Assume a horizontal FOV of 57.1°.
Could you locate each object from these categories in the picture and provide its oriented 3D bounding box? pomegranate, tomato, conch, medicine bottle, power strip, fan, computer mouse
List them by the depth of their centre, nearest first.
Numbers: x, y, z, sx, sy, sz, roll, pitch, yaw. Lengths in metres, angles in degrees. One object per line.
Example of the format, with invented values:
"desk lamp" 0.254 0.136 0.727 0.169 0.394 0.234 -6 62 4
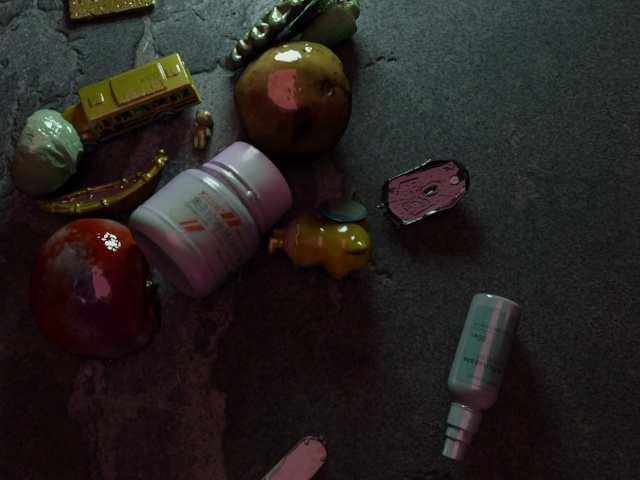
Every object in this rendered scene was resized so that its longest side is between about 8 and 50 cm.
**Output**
"power strip" -0.091 0.520 1.236 0.080 0.048 0.286 43 79 9
"medicine bottle" 0.334 0.294 1.262 0.110 0.110 0.352 19 76 5
"medicine bottle" -0.232 -0.050 1.286 0.241 0.241 0.302 41 67 10
"tomato" -0.517 0.105 1.290 0.289 0.176 0.335 -8 76 1
"pomegranate" -0.063 -0.324 1.358 0.281 0.281 0.281 0 75 0
"fan" 0.059 -0.085 1.360 0.113 0.005 0.175 14 32 10
"computer mouse" 0.244 -0.114 1.397 0.231 0.071 0.126 -25 90 4
"conch" -0.005 -0.544 1.471 0.250 0.137 0.143 -33 41 -13

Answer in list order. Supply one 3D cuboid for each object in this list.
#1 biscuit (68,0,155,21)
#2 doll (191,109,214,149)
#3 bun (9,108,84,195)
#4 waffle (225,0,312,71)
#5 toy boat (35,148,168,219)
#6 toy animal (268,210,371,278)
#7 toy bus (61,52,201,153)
"biscuit" -0.557 -0.656 1.571 0.231 0.025 0.131 -10 76 -3
"doll" -0.296 -0.274 1.453 0.061 0.051 0.093 12 70 33
"bun" -0.624 -0.193 1.359 0.126 0.212 0.204 20 89 -18
"waffle" -0.110 -0.520 1.407 0.309 0.292 0.056 -44 107 -7
"toy boat" -0.494 -0.113 1.376 0.318 0.141 0.099 -21 116 0
"toy animal" 0.000 0.003 1.326 0.229 0.156 0.156 1 75 7
"toy bus" -0.470 -0.334 1.433 0.335 0.123 0.121 -22 75 -6
